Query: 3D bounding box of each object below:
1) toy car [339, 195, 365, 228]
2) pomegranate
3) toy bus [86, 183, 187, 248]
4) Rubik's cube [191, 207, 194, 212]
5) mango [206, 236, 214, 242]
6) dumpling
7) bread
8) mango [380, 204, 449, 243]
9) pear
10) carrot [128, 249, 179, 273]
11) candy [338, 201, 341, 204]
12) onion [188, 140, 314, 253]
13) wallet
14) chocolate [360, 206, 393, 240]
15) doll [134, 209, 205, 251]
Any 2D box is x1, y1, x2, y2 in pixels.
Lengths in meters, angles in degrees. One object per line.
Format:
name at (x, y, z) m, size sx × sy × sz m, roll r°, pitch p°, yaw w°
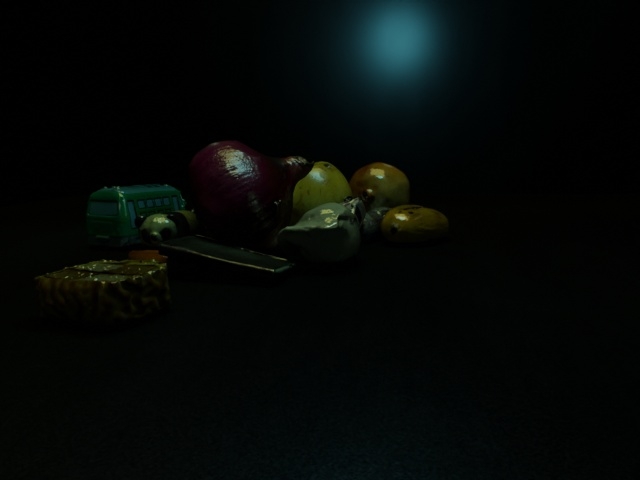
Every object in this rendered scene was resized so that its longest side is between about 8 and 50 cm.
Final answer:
toy car at (0.068, -0.052, 1.581) m, size 0.209 × 0.090 × 0.108 m, roll -33°, pitch 33°, yaw -19°
pomegranate at (0.233, -0.186, 2.057) m, size 0.263 × 0.265 × 0.264 m, roll -1°, pitch 10°, yaw 0°
toy bus at (-0.620, -0.091, 1.759) m, size 0.183 × 0.200 × 0.343 m, roll 3°, pitch 9°, yaw 25°
Rubik's cube at (-0.424, -0.081, 1.908) m, size 0.111 × 0.133 × 0.133 m, roll 28°, pitch -11°, yaw -39°
mango at (-0.383, -0.024, 1.677) m, size 0.163 × 0.090 × 0.111 m, roll -20°, pitch 8°, yaw -33°
dumpling at (0.000, 0.004, 1.380) m, size 0.226 × 0.243 × 0.175 m, roll -16°, pitch 42°, yaw 10°
bread at (-0.412, 0.096, 0.982) m, size 0.222 × 0.096 × 0.181 m, roll 1°, pitch 10°, yaw 21°
mango at (0.320, -0.057, 1.688) m, size 0.294 × 0.120 × 0.177 m, roll -10°, pitch 17°, yaw -41°
pear at (-0.013, -0.137, 1.774) m, size 0.280 × 0.281 × 0.281 m, roll -1°, pitch 10°, yaw 0°
carrot at (-0.463, 0.050, 1.362) m, size 0.271 × 0.062 × 0.066 m, roll 3°, pitch 43°, yaw 40°
candy at (-0.007, -0.055, 1.627) m, size 0.194 × 0.062 × 0.058 m, roll -43°, pitch 20°, yaw 0°
onion at (-0.187, -0.147, 1.484) m, size 0.385 × 0.348 × 0.347 m, roll -31°, pitch 18°, yaw -11°
wallet at (-0.226, 0.044, 1.277) m, size 0.317 × 0.045 × 0.172 m, roll 13°, pitch 12°, yaw 15°
chocolate at (0.177, -0.055, 1.747) m, size 0.247 × 0.110 × 0.110 m, roll -11°, pitch 14°, yaw -43°
doll at (-0.425, -0.018, 1.458) m, size 0.143 × 0.135 × 0.234 m, roll 6°, pitch 6°, yaw 21°
